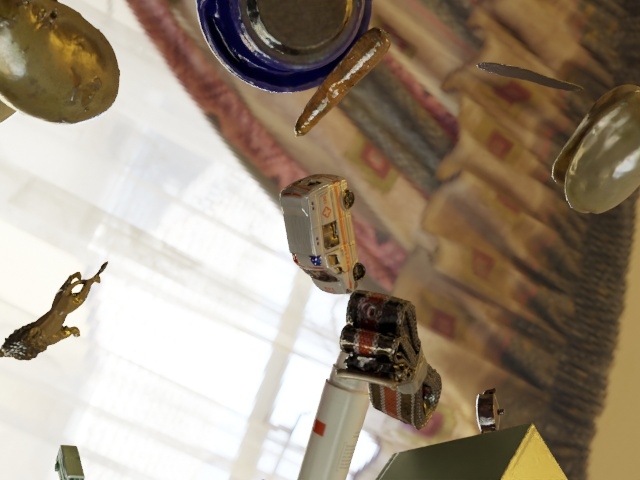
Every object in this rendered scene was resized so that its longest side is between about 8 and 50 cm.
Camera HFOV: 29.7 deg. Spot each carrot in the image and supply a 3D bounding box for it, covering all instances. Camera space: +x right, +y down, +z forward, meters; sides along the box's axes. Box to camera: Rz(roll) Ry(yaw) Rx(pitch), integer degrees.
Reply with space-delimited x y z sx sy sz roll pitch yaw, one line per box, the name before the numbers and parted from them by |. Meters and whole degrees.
carrot | 0.021 -0.177 1.359 0.165 0.036 0.035 -46 -157 26

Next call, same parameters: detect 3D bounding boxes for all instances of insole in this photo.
insole | 0.319 -0.247 1.823 0.064 0.188 0.004 2 -98 62

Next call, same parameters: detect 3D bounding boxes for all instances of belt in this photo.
belt | 0.105 0.181 1.737 0.359 0.094 0.126 59 45 -64

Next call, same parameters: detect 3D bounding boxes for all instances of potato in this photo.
potato | -0.379 -0.251 1.617 0.165 0.262 0.165 -27 -139 27

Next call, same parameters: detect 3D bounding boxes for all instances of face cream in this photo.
face cream | 0.032 0.371 2.404 0.102 0.102 0.345 -149 -106 -72

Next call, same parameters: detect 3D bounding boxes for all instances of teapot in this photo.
teapot | 0.288 0.294 2.032 0.045 0.068 0.100 -8 -126 14

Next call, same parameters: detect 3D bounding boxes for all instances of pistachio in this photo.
pistachio | 0.420 -0.133 1.755 0.206 0.131 0.129 -55 -148 32

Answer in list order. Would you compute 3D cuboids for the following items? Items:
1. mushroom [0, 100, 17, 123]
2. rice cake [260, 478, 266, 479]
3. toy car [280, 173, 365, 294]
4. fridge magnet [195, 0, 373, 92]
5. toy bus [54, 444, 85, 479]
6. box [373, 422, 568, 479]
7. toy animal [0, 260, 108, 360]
mushroom | -0.624 -0.267 1.982 0.314 0.314 0.336 -44 -151 43
rice cake | -0.141 0.467 1.953 0.033 0.033 0.207 19 -128 37
toy car | 0.000 0.000 1.951 0.089 0.209 0.108 6 -157 38
fridge magnet | -0.045 -0.340 1.694 0.265 0.265 0.113 -62 -156 0
toy bus | -0.333 0.304 1.603 0.083 0.031 0.037 -127 -132 -59
box | 0.205 0.356 1.456 0.225 0.225 0.117 -22 -163 41
toy animal | -0.400 0.114 1.866 0.219 0.069 0.086 -50 159 -19
